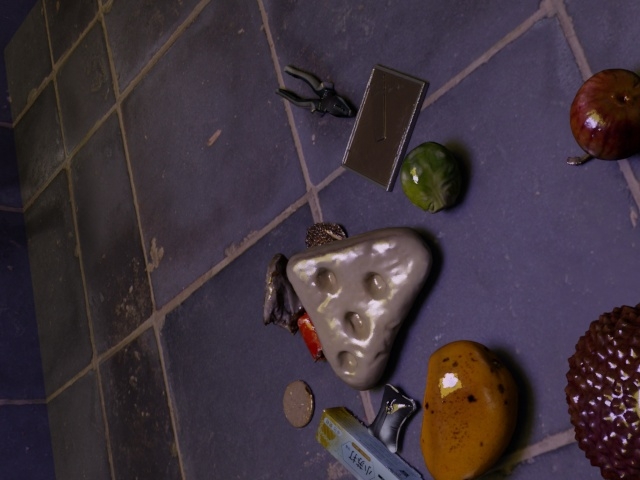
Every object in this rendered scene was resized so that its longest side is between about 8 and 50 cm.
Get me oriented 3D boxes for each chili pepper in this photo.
[{"bbox_3d":[-0.009,0.228,2.270,0.073,0.070,0.123,78,166,-60],"label":"chili pepper"}]

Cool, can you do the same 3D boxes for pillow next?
[{"bbox_3d":[0.158,0.394,2.065,0.091,0.055,0.136,24,108,16],"label":"pillow"}]

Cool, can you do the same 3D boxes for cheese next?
[{"bbox_3d":[0.127,0.139,2.069,0.328,0.129,0.351,-25,91,21],"label":"cheese"}]

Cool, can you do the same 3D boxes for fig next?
[{"bbox_3d":[0.525,-0.203,1.671,0.149,0.148,0.202,-93,-10,-55],"label":"fig"}]

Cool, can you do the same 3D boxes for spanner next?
[{"bbox_3d":[-0.015,-0.369,2.379,0.325,0.040,0.096,34,109,47],"label":"spanner"}]

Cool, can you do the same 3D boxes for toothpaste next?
[{"bbox_3d":[0.110,0.494,2.096,0.313,0.071,0.089,35,115,45],"label":"toothpaste"}]

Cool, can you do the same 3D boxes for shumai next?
[{"bbox_3d":[-0.080,0.136,2.327,0.201,0.120,0.201,8,-90,-87],"label":"shumai"}]

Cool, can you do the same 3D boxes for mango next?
[{"bbox_3d":[0.289,0.344,1.828,0.191,0.160,0.291,11,91,12],"label":"mango"}]

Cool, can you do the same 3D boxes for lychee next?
[{"bbox_3d":[0.536,0.251,1.470,0.306,0.306,0.330,-61,42,23],"label":"lychee"}]

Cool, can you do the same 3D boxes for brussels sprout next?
[{"bbox_3d":[0.239,-0.135,1.981,0.117,0.155,0.155,-25,67,43],"label":"brussels sprout"}]

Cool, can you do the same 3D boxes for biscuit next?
[{"bbox_3d":[-0.056,0.411,2.335,0.120,0.015,0.120,-8,79,48],"label":"biscuit"}]

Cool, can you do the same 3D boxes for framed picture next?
[{"bbox_3d":[0.146,-0.270,2.197,0.192,0.018,0.266,34,110,46],"label":"framed picture"}]

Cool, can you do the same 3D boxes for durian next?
[{"bbox_3d":[0.000,-0.002,2.291,0.140,0.071,0.110,43,116,49],"label":"durian"}]
